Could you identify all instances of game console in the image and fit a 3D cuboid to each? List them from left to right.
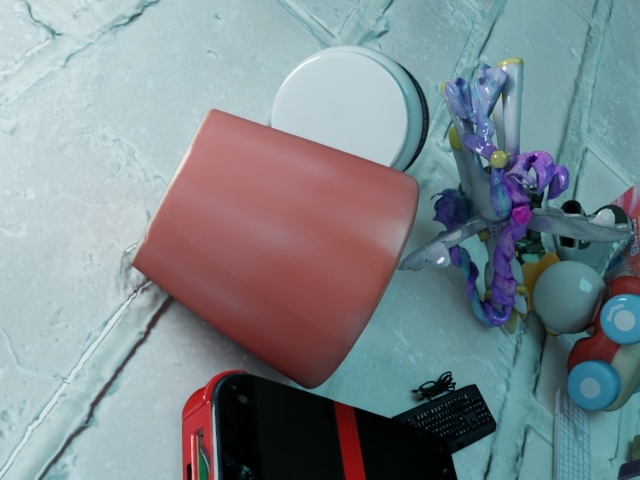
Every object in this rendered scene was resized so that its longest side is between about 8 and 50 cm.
[{"bbox_3d":[0.023,0.319,1.055,0.342,0.060,0.386,23,37,-27],"label":"game console"}]

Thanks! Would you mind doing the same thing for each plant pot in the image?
[{"bbox_3d":[-0.060,-0.007,1.164,0.243,0.275,0.275,28,38,-9],"label":"plant pot"}]

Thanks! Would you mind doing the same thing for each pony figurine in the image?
[{"bbox_3d":[0.252,-0.056,1.470,0.351,0.303,0.363,49,35,-80],"label":"pony figurine"}]

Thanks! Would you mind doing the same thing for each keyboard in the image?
[{"bbox_3d":[0.164,0.220,1.354,0.192,0.038,0.100,-11,64,-51],"label":"keyboard"},{"bbox_3d":[0.356,0.317,1.480,0.072,0.014,0.256,37,37,-15],"label":"keyboard"}]

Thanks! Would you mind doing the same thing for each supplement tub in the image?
[{"bbox_3d":[0.043,-0.158,1.392,0.191,0.191,0.272,48,11,1],"label":"supplement tub"}]

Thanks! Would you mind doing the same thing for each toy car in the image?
[{"bbox_3d":[0.397,0.121,1.612,0.238,0.210,0.219,31,16,28],"label":"toy car"}]

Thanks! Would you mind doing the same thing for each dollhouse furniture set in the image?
[{"bbox_3d":[0.512,0.342,1.574,0.081,0.091,0.114,58,30,-11],"label":"dollhouse furniture set"}]

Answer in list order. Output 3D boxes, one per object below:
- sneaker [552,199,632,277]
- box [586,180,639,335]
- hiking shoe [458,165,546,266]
[{"bbox_3d":[0.446,-0.027,1.743,0.228,0.086,0.132,-52,125,-43],"label":"sneaker"},{"bbox_3d":[0.559,0.057,1.827,0.142,0.154,0.300,35,38,-15],"label":"box"},{"bbox_3d":[0.320,-0.029,1.690,0.227,0.114,0.086,54,36,9],"label":"hiking shoe"}]
